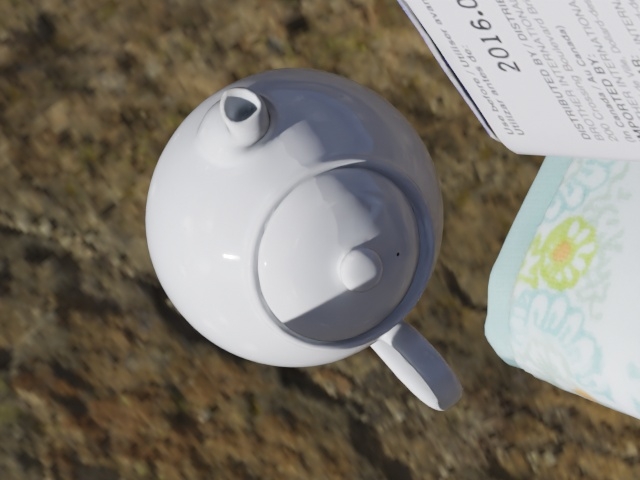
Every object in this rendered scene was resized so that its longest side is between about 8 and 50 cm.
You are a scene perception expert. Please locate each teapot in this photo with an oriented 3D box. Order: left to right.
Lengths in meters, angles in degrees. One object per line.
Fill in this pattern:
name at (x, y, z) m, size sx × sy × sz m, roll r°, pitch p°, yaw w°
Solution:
teapot at (0.000, 0.000, 1.457) m, size 0.187 × 0.256 × 0.253 m, roll 38°, pitch 120°, yaw 59°

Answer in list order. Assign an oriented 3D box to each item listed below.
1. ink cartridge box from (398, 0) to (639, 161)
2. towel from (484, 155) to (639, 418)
ink cartridge box at (0.107, -0.156, 0.466) m, size 0.395 × 0.270 × 0.151 m, roll 6°, pitch 50°, yaw 52°
towel at (0.258, -0.072, 0.957) m, size 0.320 × 0.090 × 0.374 m, roll 17°, pitch 80°, yaw 62°
